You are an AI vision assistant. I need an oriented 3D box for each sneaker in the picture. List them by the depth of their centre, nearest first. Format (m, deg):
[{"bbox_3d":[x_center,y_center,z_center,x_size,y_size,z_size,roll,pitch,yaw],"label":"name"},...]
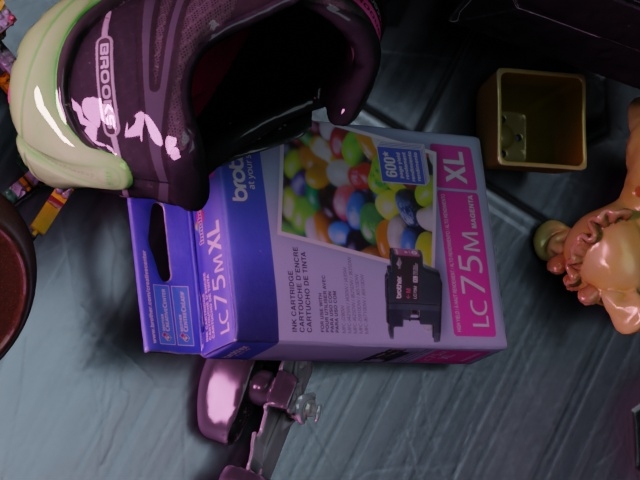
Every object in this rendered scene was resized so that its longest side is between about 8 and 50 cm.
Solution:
[{"bbox_3d":[-0.015,-0.176,1.435,0.202,0.185,0.483,26,57,26],"label":"sneaker"}]

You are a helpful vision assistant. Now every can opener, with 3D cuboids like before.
[{"bbox_3d":[-0.072,0.202,1.516,0.093,0.074,0.280,13,74,17],"label":"can opener"}]

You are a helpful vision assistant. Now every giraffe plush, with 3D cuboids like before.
[{"bbox_3d":[0.284,-0.004,1.625,0.210,0.181,0.170,40,93,-21],"label":"giraffe plush"}]

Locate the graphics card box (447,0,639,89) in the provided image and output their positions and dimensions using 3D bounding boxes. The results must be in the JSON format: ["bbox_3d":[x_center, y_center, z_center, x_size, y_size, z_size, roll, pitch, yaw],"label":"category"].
[{"bbox_3d":[0.231,-0.305,1.603,0.233,0.094,0.371,17,52,-17],"label":"graphics card box"}]

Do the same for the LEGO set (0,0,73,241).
[{"bbox_3d":[-0.302,-0.073,1.397,0.331,0.192,0.255,-32,94,-20],"label":"LEGO set"}]

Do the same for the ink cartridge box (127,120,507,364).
[{"bbox_3d":[0.000,0.000,1.518,0.311,0.065,0.186,3,72,-31],"label":"ink cartridge box"}]

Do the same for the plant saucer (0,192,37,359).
[{"bbox_3d":[-0.270,0.038,1.367,0.168,0.029,0.168,-13,114,-32],"label":"plant saucer"}]

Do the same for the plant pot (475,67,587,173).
[{"bbox_3d":[0.169,-0.095,1.625,0.081,0.083,0.081,3,82,-19],"label":"plant pot"}]
